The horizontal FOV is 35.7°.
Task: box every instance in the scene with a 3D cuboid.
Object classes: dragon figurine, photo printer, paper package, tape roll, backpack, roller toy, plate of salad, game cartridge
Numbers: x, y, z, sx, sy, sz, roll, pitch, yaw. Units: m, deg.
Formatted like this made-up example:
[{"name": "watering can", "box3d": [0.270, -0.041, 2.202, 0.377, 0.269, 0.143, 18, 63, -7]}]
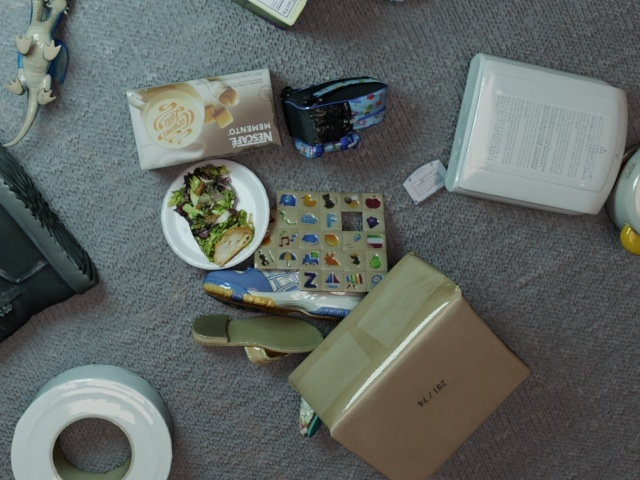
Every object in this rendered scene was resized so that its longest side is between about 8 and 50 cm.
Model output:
[{"name": "dragon figurine", "box3d": [-0.479, -0.302, 1.693, 0.085, 0.144, 0.289, 10, 117, -9]}, {"name": "photo printer", "box3d": [0.400, -0.184, 1.798, 0.307, 0.107, 0.256, 10, 97, -10]}, {"name": "paper package", "box3d": [0.162, 0.239, 1.754, 0.325, 0.168, 0.309, -46, 130, 0]}, {"name": "tape roll", "box3d": [-0.408, 0.373, 1.802, 0.286, 0.100, 0.286, -1, 99, -7]}, {"name": "backpack", "box3d": [0.034, -0.223, 1.736, 0.173, 0.158, 0.117, -17, 109, -15]}, {"name": "roller toy", "box3d": [0.630, -0.085, 1.822, 0.209, 0.146, 0.191, -17, 100, -3]}, {"name": "plate of salad", "box3d": [-0.190, -0.048, 1.761, 0.200, 0.048, 0.200, -1, 83, 10]}, {"name": "game cartridge", "box3d": [0.195, -0.111, 1.836, 0.083, 0.017, 0.056, -35, 105, 0]}]

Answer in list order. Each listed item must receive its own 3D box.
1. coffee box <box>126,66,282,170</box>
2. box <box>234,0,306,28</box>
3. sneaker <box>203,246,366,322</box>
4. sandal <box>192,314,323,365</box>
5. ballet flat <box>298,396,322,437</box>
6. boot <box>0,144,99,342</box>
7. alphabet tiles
[{"name": "coffee box", "box3d": [-0.200, -0.213, 1.732, 0.246, 0.098, 0.141, -9, 100, -5]}, {"name": "box", "box3d": [-0.130, -0.461, 1.642, 0.243, 0.213, 0.117, 30, 95, -10]}, {"name": "sneaker", "box3d": [-0.062, 0.068, 1.805, 0.296, 0.112, 0.131, 8, 78, -8]}, {"name": "sandal", "box3d": [-0.116, 0.191, 1.831, 0.240, 0.088, 0.079, 6, 130, 0]}, {"name": "ballet flat", "box3d": [0.016, 0.249, 1.850, 0.077, 0.091, 0.241, 33, 90, 20]}, {"name": "boot", "box3d": [-0.664, 0.056, 1.683, 0.445, 0.146, 0.367, -31, 113, 2]}, {"name": "alphabet tiles", "box3d": [0.000, 0.000, 1.779, 0.237, 0.009, 0.198, 1, 64, -6]}]
